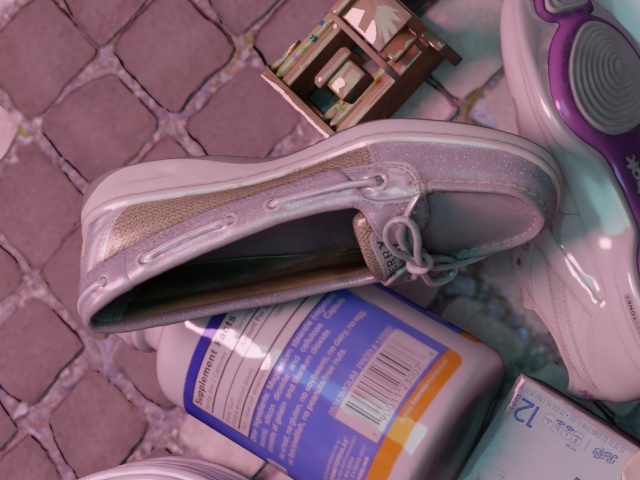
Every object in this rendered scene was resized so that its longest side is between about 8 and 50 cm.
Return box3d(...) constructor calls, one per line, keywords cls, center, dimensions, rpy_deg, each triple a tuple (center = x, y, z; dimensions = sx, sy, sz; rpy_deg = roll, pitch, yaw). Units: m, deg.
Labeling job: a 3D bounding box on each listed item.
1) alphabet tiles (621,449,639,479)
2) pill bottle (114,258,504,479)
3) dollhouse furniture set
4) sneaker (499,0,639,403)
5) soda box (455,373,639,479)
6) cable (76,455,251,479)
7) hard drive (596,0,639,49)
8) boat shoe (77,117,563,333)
box3d(cls="alphabet tiles", center=(0.339, 0.200, 1.129), dimensions=(0.284, 0.021, 0.278), rpy_deg=(-37, 69, -7))
box3d(cls="pill bottle", center=(-0.020, 0.081, 1.274), dimensions=(0.272, 0.152, 0.152), rpy_deg=(30, 94, 18))
box3d(cls="dollhouse furniture set", center=(-0.012, -0.111, 1.284), dimensions=(0.101, 0.161, 0.182), rpy_deg=(45, 98, 16))
box3d(cls="sneaker", center=(0.168, -0.031, 1.230), dimensions=(0.152, 0.114, 0.305), rpy_deg=(-29, 73, 50))
box3d(cls="soda box", center=(0.237, 0.205, 1.212), dimensions=(0.286, 0.091, 0.098), rpy_deg=(31, 93, 17))
box3d(cls="cable", center=(-0.121, 0.288, 1.318), dimensions=(0.257, 0.089, 0.257), rpy_deg=(6, 87, 18))
box3d(cls="hard drive", center=(0.294, -0.168, 1.256), dimensions=(0.203, 0.040, 0.307), rpy_deg=(-18, 80, 15))
box3d(cls="boat shoe", center=(-0.002, -0.001, 1.163), dimensions=(0.320, 0.118, 0.103), rpy_deg=(-5, 55, 7))
